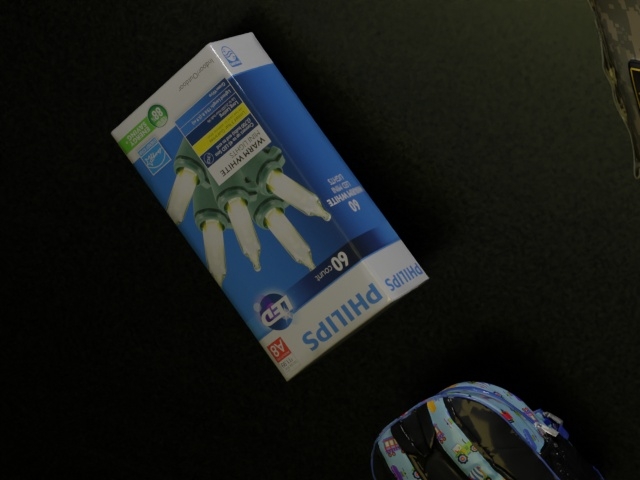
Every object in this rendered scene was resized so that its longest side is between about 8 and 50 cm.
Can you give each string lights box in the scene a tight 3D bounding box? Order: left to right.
[{"bbox_3d":[-0.043,-0.029,1.566,0.133,0.077,0.259,-39,83,30],"label":"string lights box"}]

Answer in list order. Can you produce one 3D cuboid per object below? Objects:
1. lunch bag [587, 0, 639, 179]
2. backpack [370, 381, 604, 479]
[{"bbox_3d":[0.335,-0.140,1.357,0.287,0.169,0.235,-9,113,31],"label":"lunch bag"},{"bbox_3d":[0.137,0.198,1.605,0.158,0.117,0.173,-39,96,30],"label":"backpack"}]
